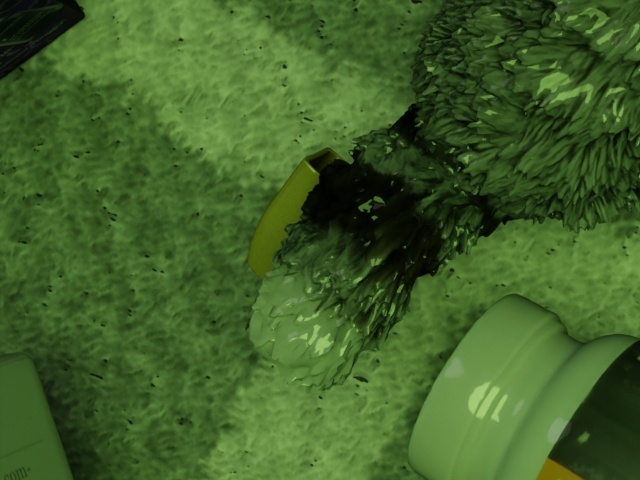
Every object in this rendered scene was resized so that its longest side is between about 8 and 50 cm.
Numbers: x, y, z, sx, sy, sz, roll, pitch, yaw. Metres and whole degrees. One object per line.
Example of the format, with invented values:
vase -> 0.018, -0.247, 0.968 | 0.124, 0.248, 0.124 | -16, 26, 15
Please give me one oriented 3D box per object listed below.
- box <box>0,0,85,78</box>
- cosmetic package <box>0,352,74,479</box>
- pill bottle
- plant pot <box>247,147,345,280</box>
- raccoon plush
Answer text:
box -> -0.257, -0.152, 1.156 | 0.153, 0.207, 0.108 | -35, 88, 6
cosmetic package -> -0.316, 0.315, 1.082 | 0.327, 0.329, 0.394 | -19, 89, 24
pill bottle -> 0.202, 0.156, 1.120 | 0.278, 0.162, 0.162 | 30, 95, 20
plant pot -> 0.000, 0.000, 1.201 | 0.081, 0.081, 0.083 | 43, 105, 3
raccoon plush -> 0.159, -0.089, 1.027 | 0.216, 0.299, 0.446 | 32, 78, -1
